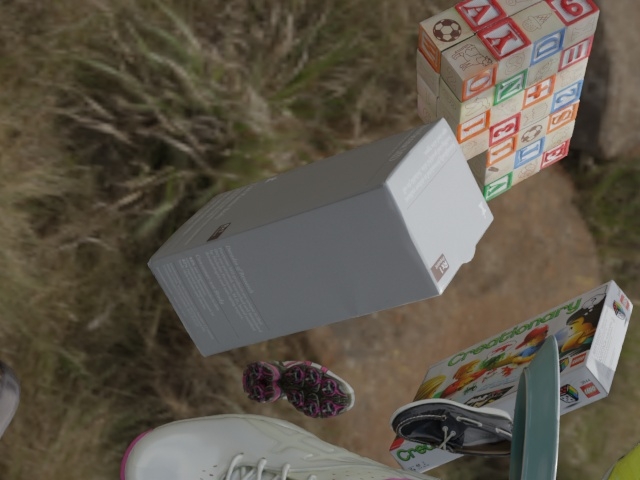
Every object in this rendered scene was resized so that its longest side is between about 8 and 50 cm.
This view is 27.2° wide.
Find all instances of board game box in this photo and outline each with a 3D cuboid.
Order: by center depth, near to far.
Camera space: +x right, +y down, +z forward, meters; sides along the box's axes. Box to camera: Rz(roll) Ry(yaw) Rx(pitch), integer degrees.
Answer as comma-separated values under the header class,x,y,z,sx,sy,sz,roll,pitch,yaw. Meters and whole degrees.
class,x,y,z,sx,sy,sz,roll,pitch,yaw
board game box,0.241,0.176,1.674,0.053,0.305,0.193,52,34,-12

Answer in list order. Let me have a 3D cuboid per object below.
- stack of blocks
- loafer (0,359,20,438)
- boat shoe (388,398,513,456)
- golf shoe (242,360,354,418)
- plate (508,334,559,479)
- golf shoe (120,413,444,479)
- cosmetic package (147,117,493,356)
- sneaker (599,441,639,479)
class,x,y,z,sx,sy,sz,roll,pitch,yaw
stack of blocks,0.204,-0.165,1.507,0.171,0.087,0.297,-28,154,-11
loafer,-0.396,0.218,1.137,0.130,0.134,0.366,60,34,-35
boat shoe,0.122,0.174,1.195,0.125,0.038,0.046,11,126,-26
golf shoe,-0.015,0.188,1.746,0.086,0.186,0.067,-4,99,-43
plate,0.168,0.168,1.061,0.188,0.024,0.188,6,90,-85
golf shoe,-0.005,0.200,1.028,0.140,0.306,0.115,112,-10,-78
cosmetic package,0.000,0.000,1.036,0.107,0.238,0.127,60,34,-14
sneaker,0.392,0.205,1.158,0.147,0.384,0.145,-7,73,-55
